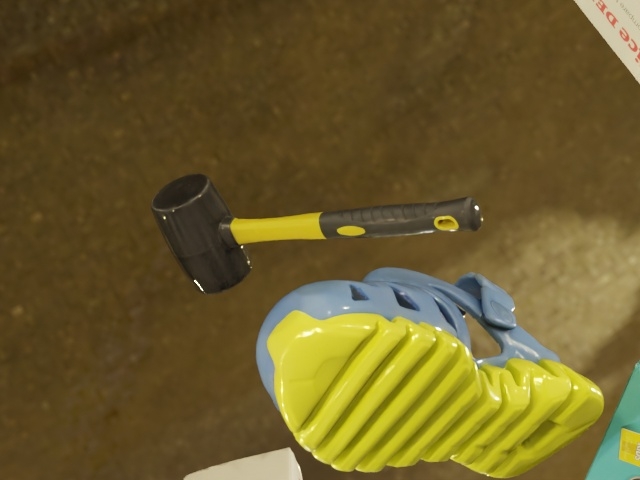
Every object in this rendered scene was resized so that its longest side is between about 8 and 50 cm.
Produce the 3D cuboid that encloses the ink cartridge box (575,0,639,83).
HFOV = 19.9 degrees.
[{"bbox_3d":[0.363,-0.283,1.691,0.129,0.223,0.307,-27,161,-24],"label":"ink cartridge box"}]

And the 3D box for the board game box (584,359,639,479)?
[{"bbox_3d":[0.277,0.217,1.527,0.254,0.079,0.336,-30,142,-57],"label":"board game box"}]

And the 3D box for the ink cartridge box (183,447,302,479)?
[{"bbox_3d":[-0.059,0.377,1.803,0.131,0.226,0.306,-14,-163,3],"label":"ink cartridge box"}]

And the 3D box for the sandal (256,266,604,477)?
[{"bbox_3d":[0.058,0.075,1.216,0.126,0.138,0.317,-42,149,18],"label":"sandal"}]

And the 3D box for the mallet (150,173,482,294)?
[{"bbox_3d":[0.000,0.000,0.948,0.039,0.189,0.062,-56,138,-42],"label":"mallet"}]
